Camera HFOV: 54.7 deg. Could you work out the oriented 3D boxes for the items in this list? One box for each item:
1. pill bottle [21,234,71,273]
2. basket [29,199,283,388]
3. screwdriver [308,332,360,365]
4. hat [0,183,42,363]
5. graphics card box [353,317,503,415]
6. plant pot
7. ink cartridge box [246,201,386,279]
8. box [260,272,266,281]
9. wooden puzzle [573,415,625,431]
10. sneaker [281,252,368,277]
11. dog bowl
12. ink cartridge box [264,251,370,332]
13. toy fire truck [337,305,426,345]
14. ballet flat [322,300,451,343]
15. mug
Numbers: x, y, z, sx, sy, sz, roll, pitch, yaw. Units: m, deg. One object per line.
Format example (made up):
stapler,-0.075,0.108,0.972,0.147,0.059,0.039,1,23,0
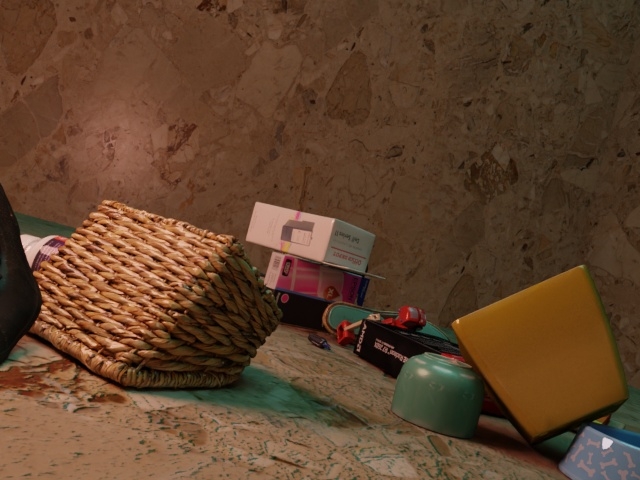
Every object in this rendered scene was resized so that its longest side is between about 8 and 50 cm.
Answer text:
pill bottle,-0.416,0.053,1.023,0.193,0.108,0.108,16,-2,11
basket,-0.234,0.109,0.845,0.299,0.223,0.213,15,-35,34
screwdriver,0.029,0.241,1.342,0.024,0.025,0.170,18,6,-42
hat,-0.432,0.006,0.620,0.134,0.331,0.331,-23,-3,1
graphics card box,0.252,0.260,1.293,0.233,0.094,0.371,16,-1,-24
plant pot,0.345,0.192,0.945,0.212,0.187,0.212,-25,-29,6
ink cartridge box,0.000,0.000,1.656,0.353,0.119,0.207,15,-3,37
box,-0.256,0.127,1.851,0.261,0.103,0.184,16,-5,18
wooden puzzle,0.525,0.364,1.321,0.221,0.044,0.238,15,-2,31
sneaker,-0.020,0.039,1.957,0.169,0.257,0.447,11,-24,-31
dog bowl,0.480,0.323,0.849,0.297,0.074,0.166,16,-1,-8
ink cartridge box,0.002,0.157,1.699,0.371,0.176,0.069,18,-2,-41
toy fire truck,0.146,0.208,1.498,0.135,0.047,0.192,23,-45,-30
ballet flat,0.172,0.243,1.626,0.348,0.123,0.123,16,-2,-2
mug,0.170,0.223,0.941,0.157,0.097,0.129,15,-2,33
